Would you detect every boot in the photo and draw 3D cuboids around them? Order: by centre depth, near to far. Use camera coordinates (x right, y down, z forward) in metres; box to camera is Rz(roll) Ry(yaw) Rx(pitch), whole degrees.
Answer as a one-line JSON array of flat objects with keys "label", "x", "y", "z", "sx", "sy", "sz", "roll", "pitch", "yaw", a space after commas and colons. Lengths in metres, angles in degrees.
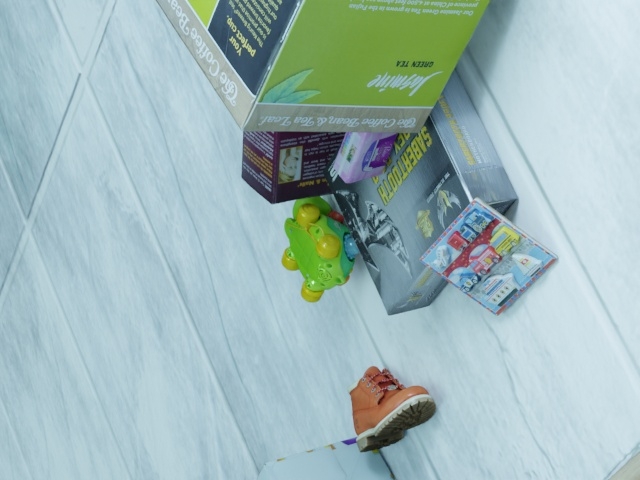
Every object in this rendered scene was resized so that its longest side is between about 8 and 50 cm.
[{"label": "boot", "x": 0.071, "y": 0.171, "z": 2.142, "sx": 0.158, "sy": 0.059, "sz": 0.084, "roll": -40, "pitch": 60, "yaw": 60}]

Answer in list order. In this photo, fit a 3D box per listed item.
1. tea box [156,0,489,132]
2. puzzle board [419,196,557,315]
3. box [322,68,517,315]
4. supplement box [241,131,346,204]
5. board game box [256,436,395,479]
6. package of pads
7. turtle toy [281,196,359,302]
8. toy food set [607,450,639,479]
[{"label": "tea box", "x": -0.001, "y": -0.322, "z": 1.849, "sx": 0.329, "sy": 0.220, "sz": 0.323, "roll": 57, "pitch": 133, "yaw": 36}, {"label": "puzzle board", "x": 0.159, "y": 0.019, "z": 1.901, "sx": 0.096, "sy": 0.011, "sz": 0.128, "roll": 36, "pitch": 145, "yaw": -2}, {"label": "box", "x": 0.095, "y": -0.057, "z": 2.004, "sx": 0.183, "sy": 0.056, "sz": 0.231, "roll": 67, "pitch": 150, "yaw": 21}, {"label": "supplement box", "x": -0.021, "y": -0.144, "z": 2.135, "sx": 0.081, "sy": 0.104, "sz": 0.188, "roll": 41, "pitch": 134, "yaw": 50}, {"label": "board game box", "x": -0.010, "y": 0.369, "z": 2.274, "sx": 0.144, "sy": 0.142, "sz": 0.275, "roll": 60, "pitch": 147, "yaw": 28}, {"label": "package of pads", "x": 0.048, "y": -0.098, "z": 1.959, "sx": 0.032, "sy": 0.050, "sz": 0.083, "roll": 53, "pitch": 142, "yaw": 30}, {"label": "turtle toy", "x": 0.000, "y": 0.000, "z": 2.192, "sx": 0.130, "sy": 0.066, "sz": 0.095, "roll": 58, "pitch": 145, "yaw": 33}, {"label": "toy food set", "x": 0.294, "y": 0.262, "z": 1.755, "sx": 0.111, "sy": 0.104, "sz": 0.232, "roll": 32, "pitch": 147, "yaw": 37}]
